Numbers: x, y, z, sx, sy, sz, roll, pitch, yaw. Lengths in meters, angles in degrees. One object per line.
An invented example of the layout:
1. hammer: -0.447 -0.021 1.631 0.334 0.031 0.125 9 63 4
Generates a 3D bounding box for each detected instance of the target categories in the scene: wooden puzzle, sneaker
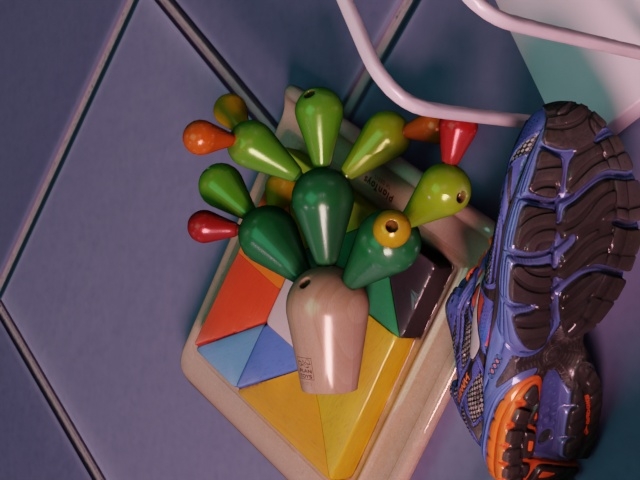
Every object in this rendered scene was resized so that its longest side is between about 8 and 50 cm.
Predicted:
1. wooden puzzle: 0.001 0.048 0.918 0.221 0.044 0.238 38 116 40
2. sneaker: 0.104 0.028 0.759 0.087 0.083 0.221 41 132 48

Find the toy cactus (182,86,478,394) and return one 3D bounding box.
1. toy cactus: 0.000 0.000 0.841 0.219 0.112 0.180 0 94 35

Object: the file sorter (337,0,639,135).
1. file sorter: 0.136 -0.200 0.685 0.278 0.173 0.193 -41 60 39
